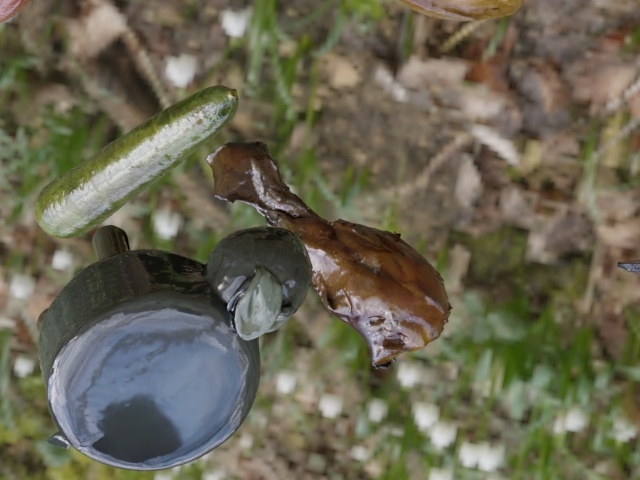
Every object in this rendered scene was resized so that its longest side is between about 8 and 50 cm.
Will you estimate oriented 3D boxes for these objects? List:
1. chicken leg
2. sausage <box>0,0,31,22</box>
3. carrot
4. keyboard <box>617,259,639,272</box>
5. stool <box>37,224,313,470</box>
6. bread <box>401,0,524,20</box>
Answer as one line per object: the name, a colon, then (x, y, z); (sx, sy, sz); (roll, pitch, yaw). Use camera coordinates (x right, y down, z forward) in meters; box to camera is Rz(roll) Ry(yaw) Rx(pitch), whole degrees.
chicken leg: (0.000, 0.000, 1.607); (0.304, 0.093, 0.113); (40, -129, 20)
sausage: (-0.346, -0.313, 1.886); (0.077, 0.077, 0.194); (13, 154, -32)
carrot: (-0.202, -0.086, 1.806); (0.074, 0.074, 0.358); (14, 151, -38)
keyboard: (0.246, 0.009, 0.849); (0.074, 0.015, 0.196); (-11, -174, -33)
stool: (-0.112, 0.071, 1.235); (0.228, 0.153, 0.139); (-19, -147, -6)
bread: (0.087, -0.368, 1.642); (0.179, 0.340, 0.194); (-28, 177, -42)
